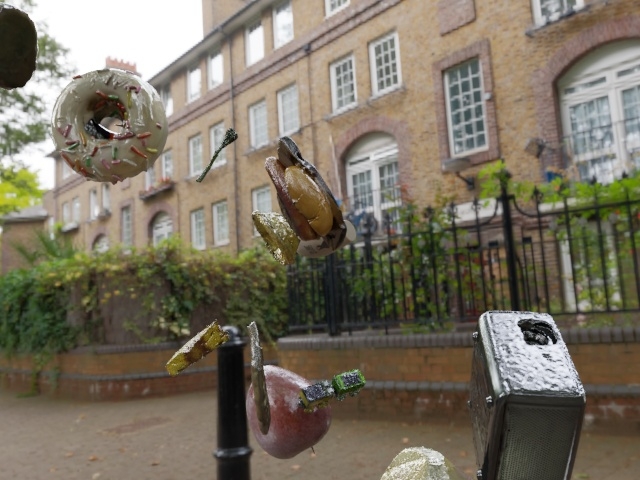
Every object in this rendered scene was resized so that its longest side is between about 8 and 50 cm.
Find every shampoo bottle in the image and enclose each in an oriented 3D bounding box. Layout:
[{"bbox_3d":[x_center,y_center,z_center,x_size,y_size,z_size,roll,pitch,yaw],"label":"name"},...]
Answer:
[{"bbox_3d":[0.000,0.000,2.076,0.256,0.078,0.127,-19,-55,38],"label":"shampoo bottle"}]

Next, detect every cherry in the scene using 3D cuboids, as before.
[{"bbox_3d":[-0.103,0.513,1.784,0.261,0.308,0.221,-39,-10,35],"label":"cherry"}]

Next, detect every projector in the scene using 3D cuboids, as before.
[{"bbox_3d":[0.549,0.465,1.666,0.241,0.406,0.395,1,28,5],"label":"projector"}]

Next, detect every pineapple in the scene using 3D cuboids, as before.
[{"bbox_3d":[-0.386,0.338,1.902,0.233,0.080,0.135,-36,-3,2],"label":"pineapple"}]

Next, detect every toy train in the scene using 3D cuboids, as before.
[{"bbox_3d":[0.030,0.407,1.615,0.202,0.060,0.081,-12,-40,-29],"label":"toy train"}]

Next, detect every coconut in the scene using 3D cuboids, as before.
[{"bbox_3d":[0.347,0.816,1.806,0.309,0.298,0.297,41,-24,-16],"label":"coconut"}]

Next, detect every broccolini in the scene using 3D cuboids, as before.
[{"bbox_3d":[-0.333,-0.274,1.897,0.044,0.218,0.042,41,-26,-18],"label":"broccolini"}]

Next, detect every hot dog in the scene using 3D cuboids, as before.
[{"bbox_3d":[-0.067,-0.110,1.646,0.107,0.326,0.194,-27,-21,-32],"label":"hot dog"}]

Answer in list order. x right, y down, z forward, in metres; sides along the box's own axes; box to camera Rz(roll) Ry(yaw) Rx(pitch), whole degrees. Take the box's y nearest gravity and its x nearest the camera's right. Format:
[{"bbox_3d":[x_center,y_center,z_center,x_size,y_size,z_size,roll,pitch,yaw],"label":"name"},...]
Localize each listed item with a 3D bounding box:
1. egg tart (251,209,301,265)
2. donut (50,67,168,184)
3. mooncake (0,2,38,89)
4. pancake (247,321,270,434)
[{"bbox_3d":[-0.133,-0.017,1.851,0.090,0.213,0.212,-38,1,-14],"label":"egg tart"},{"bbox_3d":[-0.680,-0.372,1.894,0.382,0.383,0.142,-4,-8,0],"label":"donut"},{"bbox_3d":[-0.873,-0.529,1.610,0.124,0.229,0.228,15,-5,8],"label":"mooncake"},{"bbox_3d":[-0.148,0.323,1.430,0.033,0.286,0.288,-8,21,-6],"label":"pancake"}]
